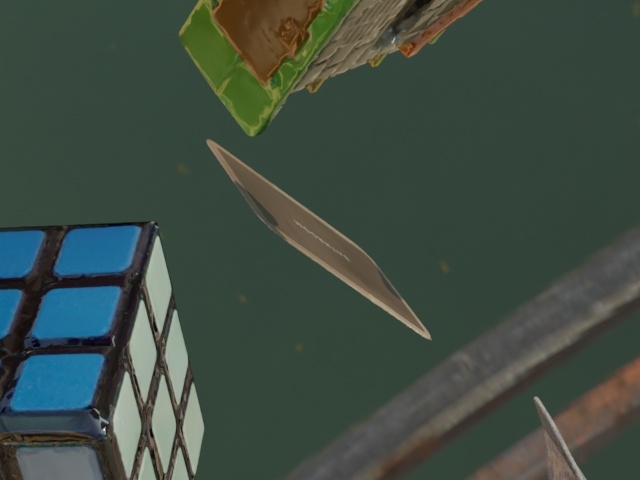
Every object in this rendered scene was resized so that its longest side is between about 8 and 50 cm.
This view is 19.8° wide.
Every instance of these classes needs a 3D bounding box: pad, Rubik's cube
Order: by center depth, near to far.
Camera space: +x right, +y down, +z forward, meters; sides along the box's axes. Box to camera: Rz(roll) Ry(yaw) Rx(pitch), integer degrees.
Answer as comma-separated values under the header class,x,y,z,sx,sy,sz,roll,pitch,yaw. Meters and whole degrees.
class,x,y,z,sx,sy,sz,roll,pitch,yaw
Rubik's cube,-0.158,0.098,0.949,0.160,0.163,0.162,-2,40,9
pad,0.000,0.000,1.782,0.002,0.266,0.176,-47,40,9

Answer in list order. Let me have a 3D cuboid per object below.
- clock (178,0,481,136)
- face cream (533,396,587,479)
class,x,y,z,sx,sy,sz,roll,pitch,yaw
clock,0.048,-0.216,1.435,0.255,0.220,0.106,-26,75,-40
face cream,0.250,0.367,1.603,0.137,0.420,0.235,-15,26,0
